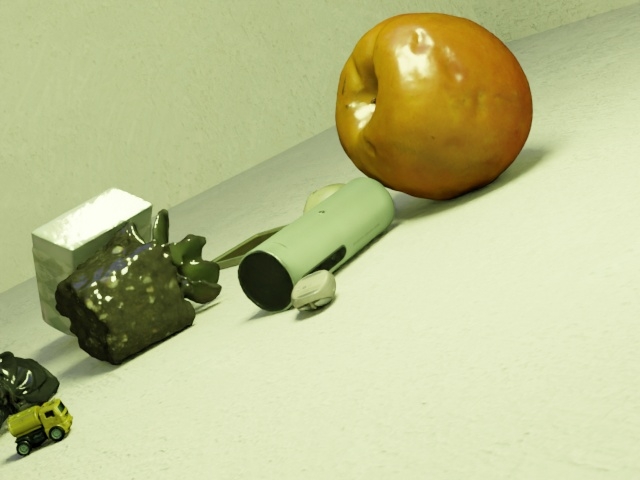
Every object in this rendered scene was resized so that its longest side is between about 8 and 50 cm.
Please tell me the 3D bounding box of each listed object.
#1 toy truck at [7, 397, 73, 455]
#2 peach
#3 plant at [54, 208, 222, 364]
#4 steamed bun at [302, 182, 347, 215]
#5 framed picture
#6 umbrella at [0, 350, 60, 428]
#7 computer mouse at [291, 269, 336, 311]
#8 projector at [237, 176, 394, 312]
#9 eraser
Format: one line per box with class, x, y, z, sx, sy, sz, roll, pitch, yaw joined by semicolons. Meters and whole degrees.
toy truck;-0.387;0.256;1.548;0.083;0.054;0.049;-24;10;0
peach;0.200;-0.231;1.941;0.301;0.343;0.343;-1;-1;-27
plant;-0.299;0.079;1.900;0.188;0.199;0.276;-3;26;49
steamed bun;0.026;-0.061;2.099;0.112;0.091;0.130;-15;13;37
framed picture;-0.104;0.002;2.292;0.265;0.018;0.192;-15;14;45
umbrella;-0.503;0.244;1.765;0.122;0.110;0.272;-23;6;9
computer mouse;-0.007;0.078;1.620;0.066;0.039;0.096;-22;18;15
projector;0.000;0.000;1.806;0.108;0.108;0.337;-17;13;37
eraser;-0.428;0.049;2.113;0.213;0.082;0.397;-31;-17;-24
